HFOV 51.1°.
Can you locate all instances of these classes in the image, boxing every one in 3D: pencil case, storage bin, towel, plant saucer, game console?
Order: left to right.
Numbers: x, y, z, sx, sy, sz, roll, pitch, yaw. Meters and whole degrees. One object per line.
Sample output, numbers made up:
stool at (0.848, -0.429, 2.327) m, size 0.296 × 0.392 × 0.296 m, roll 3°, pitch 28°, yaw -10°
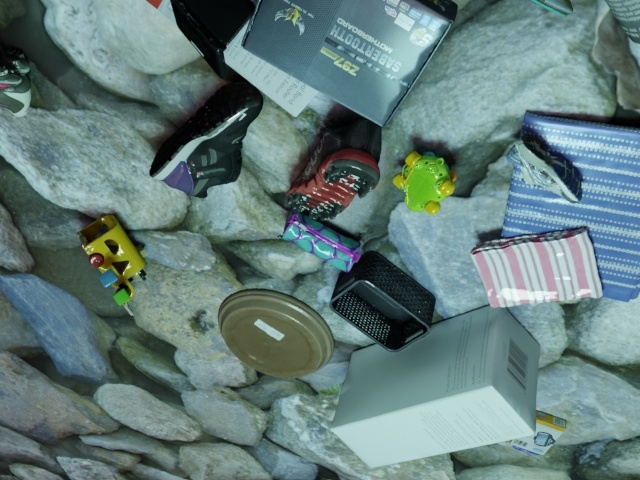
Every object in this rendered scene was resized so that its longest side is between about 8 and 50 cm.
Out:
game console at (-0.145, -0.304, 0.917) m, size 0.122 × 0.071 × 0.107 m, roll 51°, pitch 166°, yaw 16°
plant saucer at (-0.107, 0.221, 1.510) m, size 0.277 × 0.041 × 0.278 m, roll 11°, pitch 132°, yaw 12°
pencil case at (0.000, 0.000, 1.253) m, size 0.151 × 0.065 × 0.070 m, roll 27°, pitch 169°, yaw -7°
storage bin at (0.122, 0.122, 1.306) m, size 0.180 × 0.084 × 0.122 m, roll 36°, pitch 132°, yaw -14°
towel at (0.370, 0.055, 1.148) m, size 0.197 × 0.029 × 0.144 m, roll -10°, pitch 124°, yaw 30°
towel at (0.426, -0.045, 1.086) m, size 0.243 × 0.040 × 0.336 m, roll 10°, pitch 131°, yaw 14°

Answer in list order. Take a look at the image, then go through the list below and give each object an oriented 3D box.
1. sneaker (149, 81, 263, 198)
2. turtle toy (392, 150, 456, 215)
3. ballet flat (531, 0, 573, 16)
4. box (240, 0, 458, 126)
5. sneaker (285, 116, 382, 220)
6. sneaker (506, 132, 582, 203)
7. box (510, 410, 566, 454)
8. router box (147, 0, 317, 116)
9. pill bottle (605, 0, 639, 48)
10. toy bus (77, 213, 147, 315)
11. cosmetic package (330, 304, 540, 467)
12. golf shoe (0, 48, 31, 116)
sneaker at (-0.169, -0.167, 1.161) m, size 0.124 × 0.107 × 0.283 m, roll 32°, pitch 139°, yaw -30°
turtle toy at (0.173, -0.092, 1.106) m, size 0.095 × 0.066 × 0.130 m, roll 43°, pitch 138°, yaw 12°
ballet flat at (0.247, -0.348, 0.856) m, size 0.188 × 0.070 × 0.070 m, roll 21°, pitch 134°, yaw -3°
box at (0.033, -0.280, 0.879) m, size 0.232 × 0.059 × 0.183 m, roll 29°, pitch 135°, yaw -6°
sneaker at (0.025, -0.120, 1.118) m, size 0.097 × 0.135 × 0.276 m, roll 22°, pitch 159°, yaw -17°
sneaker at (0.340, -0.103, 1.020) m, size 0.135 × 0.052 × 0.058 m, roll 42°, pitch 142°, yaw -4°
box at (0.480, 0.431, 1.493) m, size 0.081 × 0.028 × 0.136 m, roll 18°, pitch 136°, yaw 4°
router box at (-0.050, -0.383, 0.916) m, size 0.301 × 0.082 × 0.335 m, roll 36°, pitch 132°, yaw -13°
pill bottle at (0.397, -0.319, 0.756) m, size 0.161 × 0.161 × 0.283 m, roll -29°, pitch 116°, yaw 37°
toy bus at (-0.423, 0.043, 1.421) m, size 0.191 × 0.104 × 0.202 m, roll 53°, pitch 167°, yaw 10°
cosmetic package at (0.223, 0.296, 1.337) m, size 0.385 × 0.217 × 0.156 m, roll -26°, pitch 117°, yaw 38°
golf shoe at (-0.654, -0.299, 1.202) m, size 0.272 × 0.105 × 0.120 m, roll 19°, pitch 141°, yaw 3°
